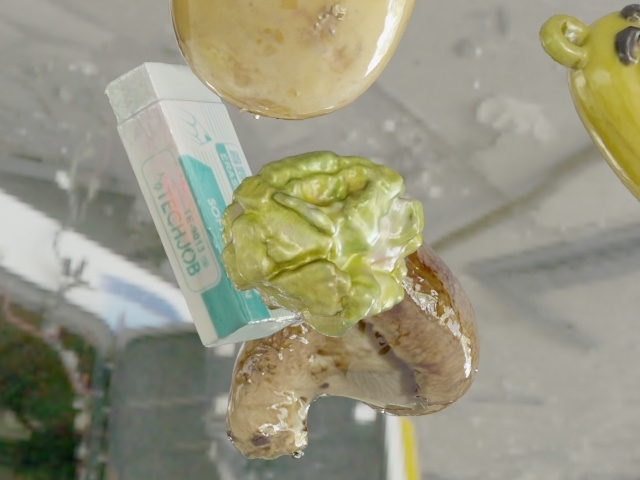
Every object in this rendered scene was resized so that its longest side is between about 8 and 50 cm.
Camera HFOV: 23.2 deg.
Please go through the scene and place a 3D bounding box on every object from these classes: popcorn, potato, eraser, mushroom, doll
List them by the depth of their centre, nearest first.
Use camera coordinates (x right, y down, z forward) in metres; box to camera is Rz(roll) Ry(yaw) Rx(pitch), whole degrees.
[{"bbox_3d":[-0.008,-0.143,0.730,0.118,0.178,0.109,-4,-158,-41],"label":"potato"},{"bbox_3d":[0.000,0.000,1.084,0.125,0.126,0.145,6,-169,38],"label":"popcorn"},{"bbox_3d":[-0.089,-0.029,1.233,0.052,0.225,0.095,-27,169,28],"label":"eraser"},{"bbox_3d":[0.402,-0.044,1.451,0.423,0.348,0.161,6,149,-36],"label":"doll"},{"bbox_3d":[0.028,0.072,1.530,0.267,0.254,0.267,13,128,17],"label":"mushroom"}]
